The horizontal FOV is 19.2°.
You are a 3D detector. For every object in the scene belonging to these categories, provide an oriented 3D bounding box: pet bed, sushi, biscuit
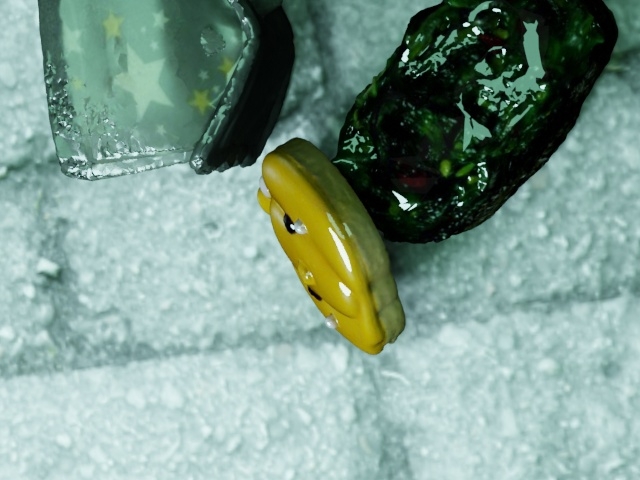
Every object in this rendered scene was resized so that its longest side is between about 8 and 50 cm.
[{"bbox_3d":[-0.095,-0.138,1.344,0.159,0.211,0.183,-5,94,10],"label":"pet bed"},{"bbox_3d":[0.108,-0.098,1.322,0.124,0.127,0.225,42,106,11],"label":"sushi"},{"bbox_3d":[-0.003,0.002,1.356,0.050,0.170,0.170,-29,86,-13],"label":"biscuit"}]
